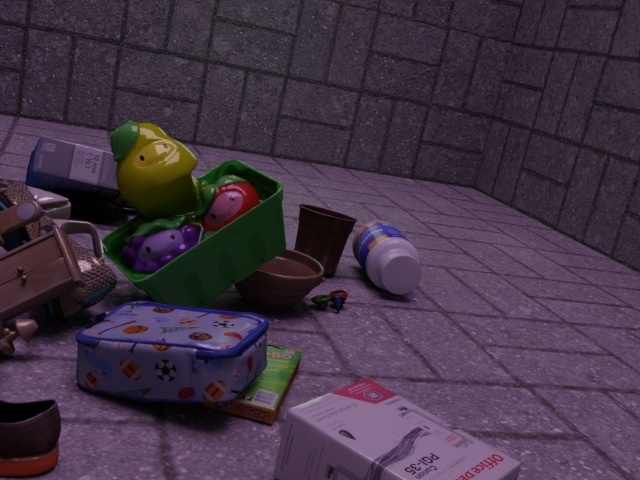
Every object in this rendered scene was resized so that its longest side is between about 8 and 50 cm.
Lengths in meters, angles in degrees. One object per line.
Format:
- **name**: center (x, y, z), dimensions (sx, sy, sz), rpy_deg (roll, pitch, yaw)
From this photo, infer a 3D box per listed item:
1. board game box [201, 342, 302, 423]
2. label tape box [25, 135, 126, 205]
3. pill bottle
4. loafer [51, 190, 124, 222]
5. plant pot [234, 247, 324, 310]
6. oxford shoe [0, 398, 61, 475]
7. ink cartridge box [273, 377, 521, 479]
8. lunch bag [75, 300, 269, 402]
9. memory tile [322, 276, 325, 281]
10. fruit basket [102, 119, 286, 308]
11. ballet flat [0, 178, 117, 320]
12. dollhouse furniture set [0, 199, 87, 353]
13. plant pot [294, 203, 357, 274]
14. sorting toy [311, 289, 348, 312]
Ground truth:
- **board game box**: center (-0.115, 0.243, 1.335), dimensions (0.124, 0.039, 0.259), rpy_deg (13, 17, 6)
- **label tape box**: center (-0.646, -0.184, 2.123), dimensions (0.347, 0.115, 0.249), rpy_deg (11, -10, -25)
- **pill bottle**: center (0.188, 0.049, 2.065), dimensions (0.152, 0.152, 0.272), rpy_deg (9, 15, -13)
- **loafer**: center (-0.657, -0.101, 2.090), dimensions (0.223, 0.076, 0.078), rpy_deg (10, 22, 5)
- **plant pot**: center (-0.117, 0.093, 1.745), dimensions (0.237, 0.110, 0.237), rpy_deg (12, 16, -3)
- **oxford shoe**: center (-0.471, 0.238, 0.942), dimensions (0.271, 0.098, 0.097), rpy_deg (5, 16, -26)
- **ink cartridge box**: center (0.109, 0.325, 1.052), dimensions (0.283, 0.117, 0.207), rpy_deg (23, 18, 35)
- **lunch bag**: center (-0.249, 0.177, 1.257), dimensions (0.303, 0.115, 0.243), rpy_deg (6, 14, 15)
- **memory tile**: center (-0.069, 0.091, 1.979), dimensions (0.148, 0.012, 0.113), rpy_deg (17, 15, 18)
- **fruit basket**: center (-0.291, -0.074, 1.548), dimensions (0.392, 0.392, 0.283), rpy_deg (1, 19, -36)
- **ballet flat**: center (-0.570, -0.008, 1.550), dimensions (0.182, 0.164, 0.483), rpy_deg (-24, 45, -33)
- **dollhouse furniture set**: center (-0.537, 0.002, 1.196), dimensions (0.173, 0.303, 0.355), rpy_deg (-26, -18, -7)
- **plant pot**: center (0.000, 0.000, 2.050), dimensions (0.167, 0.165, 0.167), rpy_deg (16, 7, -2)
- **sorting toy**: center (0.027, 0.151, 1.799), dimensions (0.102, 0.042, 0.061), rpy_deg (-14, 12, -35)
